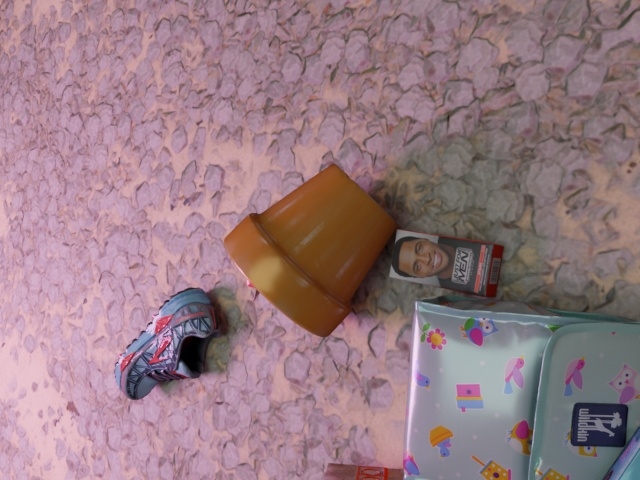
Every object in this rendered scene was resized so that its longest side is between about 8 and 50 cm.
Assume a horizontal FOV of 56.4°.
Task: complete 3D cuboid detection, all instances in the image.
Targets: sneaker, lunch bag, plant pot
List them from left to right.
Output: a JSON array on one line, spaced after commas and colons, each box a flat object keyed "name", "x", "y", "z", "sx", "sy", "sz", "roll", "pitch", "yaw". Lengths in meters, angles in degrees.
[{"name": "sneaker", "x": -0.273, "y": 0.212, "z": 1.069, "sx": 0.125, "sy": 0.104, "sz": 0.262, "roll": 48, "pitch": 112, "yaw": 26}, {"name": "plant pot", "x": 0.000, "y": 0.000, "z": 0.853, "sx": 0.188, "sy": 0.205, "sz": 0.205, "roll": -47, "pitch": 61, "yaw": 5}, {"name": "lunch bag", "x": 0.239, "y": 0.183, "z": 0.679, "sx": 0.262, "sy": 0.160, "sz": 0.223, "roll": 5, "pitch": 91, "yaw": 29}]

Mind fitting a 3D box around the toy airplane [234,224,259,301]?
[{"name": "toy airplane", "x": -0.083, "y": 0.031, "z": 0.995, "sx": 0.151, "sy": 0.028, "sz": 0.151, "roll": -1, "pitch": 88, "yaw": 21}]

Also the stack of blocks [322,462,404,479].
[{"name": "stack of blocks", "x": 0.041, "y": 0.460, "z": 0.790, "sx": 0.171, "sy": 0.087, "sz": 0.297, "roll": 3, "pitch": 86, "yaw": 6}]

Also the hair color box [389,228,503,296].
[{"name": "hair color box", "x": 0.169, "y": 0.030, "z": 0.810, "sx": 0.141, "sy": 0.043, "sz": 0.072, "roll": 9, "pitch": 91, "yaw": 36}]

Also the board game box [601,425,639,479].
[{"name": "board game box", "x": 0.362, "y": 0.365, "z": 0.497, "sx": 0.336, "sy": 0.079, "sz": 0.253, "roll": 35, "pitch": 88, "yaw": 26}]
